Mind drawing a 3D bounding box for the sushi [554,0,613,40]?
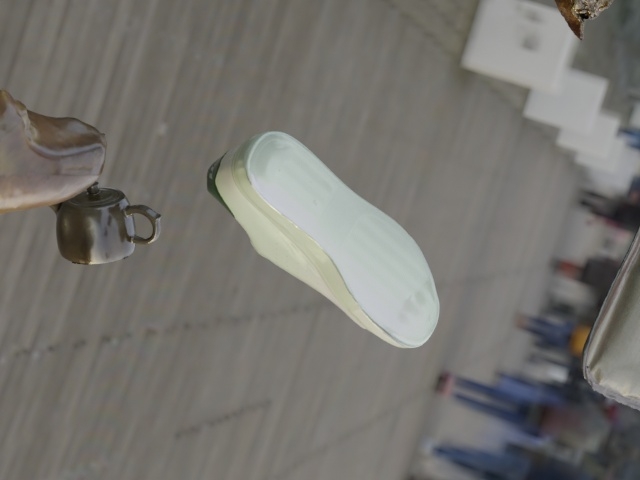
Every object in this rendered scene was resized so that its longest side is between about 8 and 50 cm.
[{"bbox_3d":[0.285,-0.271,1.929,0.120,0.055,0.052,-56,145,-11],"label":"sushi"}]

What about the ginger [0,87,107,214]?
[{"bbox_3d":[-0.311,-0.041,1.323,0.107,0.309,0.133,-105,178,-53],"label":"ginger"}]

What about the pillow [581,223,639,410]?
[{"bbox_3d":[0.275,0.018,1.369,0.038,0.130,0.233,5,-108,66],"label":"pillow"}]

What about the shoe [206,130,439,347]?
[{"bbox_3d":[0.000,0.000,1.739,0.110,0.265,0.095,-6,-139,54],"label":"shoe"}]

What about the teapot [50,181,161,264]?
[{"bbox_3d":[-0.206,-0.022,1.753,0.076,0.121,0.068,-50,141,-61],"label":"teapot"}]
